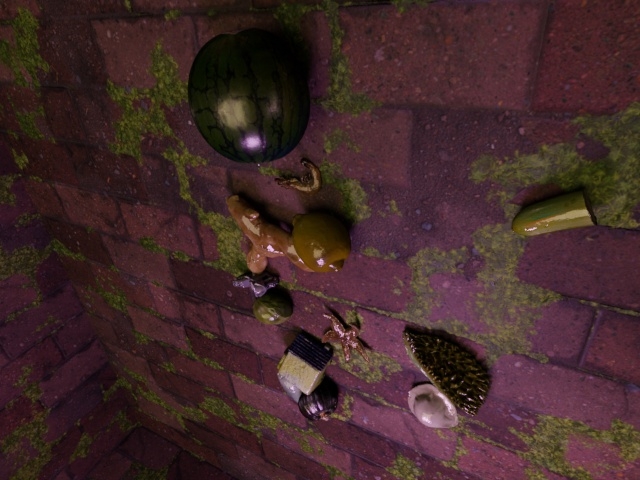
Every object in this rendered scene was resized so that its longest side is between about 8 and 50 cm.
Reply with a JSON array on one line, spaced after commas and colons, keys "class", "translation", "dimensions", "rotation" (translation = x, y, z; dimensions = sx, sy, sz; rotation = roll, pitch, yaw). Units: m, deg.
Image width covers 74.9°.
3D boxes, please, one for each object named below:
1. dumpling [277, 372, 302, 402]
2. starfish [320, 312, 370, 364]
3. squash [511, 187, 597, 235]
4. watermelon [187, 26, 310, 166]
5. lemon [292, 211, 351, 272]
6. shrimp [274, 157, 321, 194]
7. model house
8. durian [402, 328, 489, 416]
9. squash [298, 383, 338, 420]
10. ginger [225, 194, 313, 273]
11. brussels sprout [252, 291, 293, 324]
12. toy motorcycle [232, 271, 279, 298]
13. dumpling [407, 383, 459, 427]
[{"class": "dumpling", "translation": [-0.105, 0.680, 1.961], "dimensions": [0.149, 0.105, 0.217], "rotation": [-15, 110, 39]}, {"class": "starfish", "translation": [0.090, 0.395, 1.677], "dimensions": [0.277, 0.062, 0.236], "rotation": [44, 134, -2]}, {"class": "squash", "translation": [0.571, -0.060, 1.046], "dimensions": [0.188, 0.095, 0.095], "rotation": [-17, 109, 39]}, {"class": "watermelon", "translation": [-0.196, -0.387, 1.160], "dimensions": [0.363, 0.363, 0.363], "rotation": [16, 127, 23]}, {"class": "lemon", "translation": [0.000, 0.000, 1.393], "dimensions": [0.248, 0.184, 0.184], "rotation": [51, 135, 16]}, {"class": "shrimp", "translation": [-0.078, -0.218, 1.395], "dimensions": [0.178, 0.034, 0.124], "rotation": [19, 125, 20]}, {"class": "model house", "translation": [-0.054, 0.512, 1.823], "dimensions": [0.193, 0.170, 0.211], "rotation": [32, 104, 20]}, {"class": "durian", "translation": [0.446, 0.453, 1.486], "dimensions": [0.394, 0.163, 0.198], "rotation": [41, 172, 8]}, {"class": "squash", "translation": [-0.012, 0.733, 1.890], "dimensions": [0.193, 0.193, 0.156], "rotation": [-24, 65, 41]}, {"class": "ginger", "translation": [-0.193, -0.014, 1.548], "dimensions": [0.363, 0.122, 0.348], "rotation": [2, 130, 43]}, {"class": "brussels sprout", "translation": [-0.207, 0.280, 1.744], "dimensions": [0.183, 0.145, 0.131], "rotation": [15, 100, 18]}, {"class": "toy motorcycle", "translation": [-0.273, 0.180, 1.725], "dimensions": [0.215, 0.122, 0.080], "rotation": [2, 116, 32]}, {"class": "dumpling", "translation": [0.428, 0.624, 1.588], "dimensions": [0.181, 0.111, 0.155], "rotation": [1, 101, 7]}]
